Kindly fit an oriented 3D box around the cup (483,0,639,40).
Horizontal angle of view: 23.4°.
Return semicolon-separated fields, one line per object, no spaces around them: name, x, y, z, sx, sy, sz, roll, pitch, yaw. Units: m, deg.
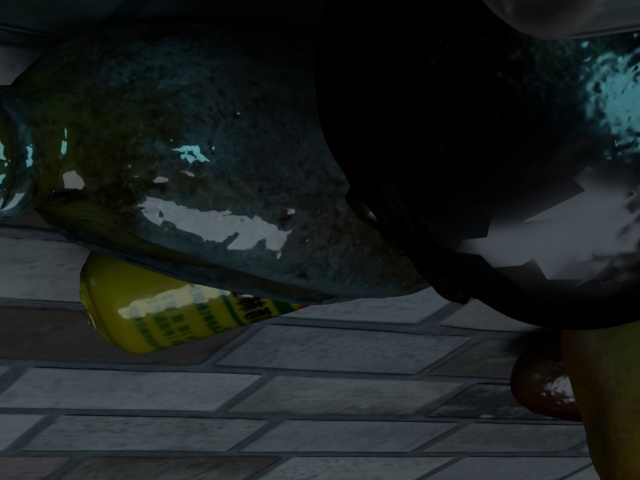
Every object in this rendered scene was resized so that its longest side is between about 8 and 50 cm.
cup;0.179;-0.198;0.461;0.273;0.208;0.288;-13;160;-12

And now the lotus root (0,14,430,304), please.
lotus root;-0.054;-0.049;0.797;0.322;0.140;0.158;12;170;-37

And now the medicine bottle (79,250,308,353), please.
medicine bottle;0.000;0.000;1.000;0.309;0.076;0.111;-17;157;5

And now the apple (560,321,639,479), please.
apple;0.309;0.107;1.152;0.233;0.286;0.286;-16;156;6

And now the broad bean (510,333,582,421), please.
broad bean;0.248;0.123;1.399;0.165;0.084;0.114;13;130;-34

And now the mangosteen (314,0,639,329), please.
mangosteen;0.115;-0.075;0.691;0.243;0.243;0.243;-11;156;-5
